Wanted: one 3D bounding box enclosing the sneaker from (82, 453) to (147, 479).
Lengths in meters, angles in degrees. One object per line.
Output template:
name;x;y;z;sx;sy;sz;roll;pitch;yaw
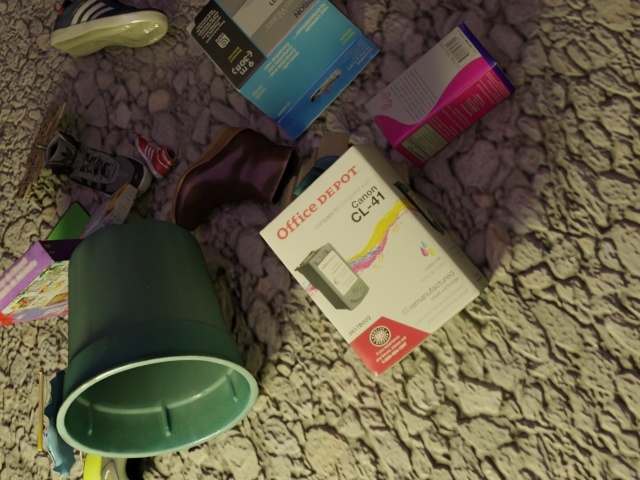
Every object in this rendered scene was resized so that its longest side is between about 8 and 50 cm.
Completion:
sneaker;-0.379;0.355;1.700;0.121;0.111;0.299;-10;76;22

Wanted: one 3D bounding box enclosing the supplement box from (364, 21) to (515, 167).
supplement box;0.205;-0.247;1.524;0.220;0.114;0.111;-38;59;14

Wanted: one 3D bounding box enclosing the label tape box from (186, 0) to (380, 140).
label tape box;-0.083;-0.402;1.754;0.249;0.115;0.347;-46;55;11

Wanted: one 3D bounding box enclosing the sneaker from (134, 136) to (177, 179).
sneaker;-0.350;-0.193;1.890;0.067;0.042;0.118;-43;65;17

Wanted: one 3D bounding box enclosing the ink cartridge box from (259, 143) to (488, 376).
ink cartridge box;0.087;0.029;1.430;0.226;0.131;0.306;-42;83;15

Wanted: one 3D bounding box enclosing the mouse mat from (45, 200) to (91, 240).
mouse mat;-0.545;0.015;1.964;0.190;0.007;0.152;41;97;33

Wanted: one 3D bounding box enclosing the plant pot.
plant pot;-0.314;0.163;1.595;0.341;0.341;0.334;-32;53;19

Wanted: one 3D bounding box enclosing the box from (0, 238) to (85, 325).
box;-0.530;0.078;1.761;0.201;0.293;0.057;-42;80;13

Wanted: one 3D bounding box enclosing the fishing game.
fishing game;-0.460;0.324;1.544;0.041;0.264;0.189;-4;75;-1

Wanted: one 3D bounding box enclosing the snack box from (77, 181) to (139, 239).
snack box;-0.449;-0.052;1.862;0.141;0.037;0.100;-31;29;39

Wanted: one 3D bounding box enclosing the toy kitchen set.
toy kitchen set;0.038;-0.071;1.583;0.207;0.166;0.122;-49;24;50

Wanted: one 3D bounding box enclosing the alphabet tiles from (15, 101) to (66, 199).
alphabet tiles;-0.656;-0.206;2.049;0.198;0.009;0.237;8;77;62

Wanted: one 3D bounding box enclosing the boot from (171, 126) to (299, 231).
boot;-0.170;-0.103;1.720;0.207;0.090;0.248;24;84;37

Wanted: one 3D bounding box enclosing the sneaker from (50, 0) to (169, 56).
sneaker;-0.488;-0.528;2.033;0.350;0.131;0.148;1;79;32

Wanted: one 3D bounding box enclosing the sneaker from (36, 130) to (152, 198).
sneaker;-0.497;-0.161;1.903;0.269;0.153;0.101;15;83;34
